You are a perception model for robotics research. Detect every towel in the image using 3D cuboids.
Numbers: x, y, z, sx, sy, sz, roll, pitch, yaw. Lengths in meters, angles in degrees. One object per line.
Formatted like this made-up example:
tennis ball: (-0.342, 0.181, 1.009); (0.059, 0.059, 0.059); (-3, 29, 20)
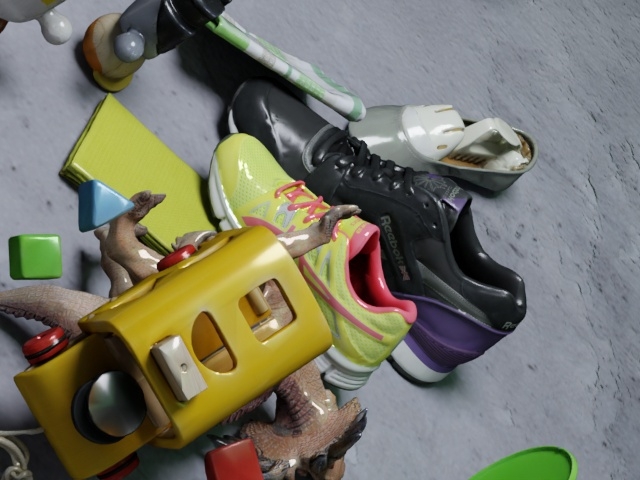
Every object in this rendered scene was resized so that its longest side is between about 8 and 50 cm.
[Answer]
towel: (-0.085, -0.001, 1.383); (0.237, 0.021, 0.102); (43, 32, -17)
towel: (-0.040, -0.150, 1.503); (0.152, 0.023, 0.113); (31, 4, -32)

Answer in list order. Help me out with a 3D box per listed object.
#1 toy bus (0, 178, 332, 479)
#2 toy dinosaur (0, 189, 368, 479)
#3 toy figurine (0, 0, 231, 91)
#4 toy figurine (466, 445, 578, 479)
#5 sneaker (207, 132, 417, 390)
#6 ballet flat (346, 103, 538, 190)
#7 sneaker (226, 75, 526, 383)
toy bus: (-0.093, 0.073, 1.121); (0.191, 0.104, 0.202); (15, 80, -22)
toy dinosaur: (-0.072, 0.080, 1.246); (0.295, 0.127, 0.200); (5, 75, -37)
toy figurine: (-0.180, -0.224, 1.346); (0.213, 0.148, 0.209); (8, 66, -50)
toy figurine: (0.157, 0.265, 1.387); (0.173, 0.130, 0.159); (-43, 108, -34)
sneaker: (0.000, 0.000, 1.382); (0.208, 0.094, 0.081); (55, 33, 7)
ballet flat: (0.111, -0.090, 1.648); (0.213, 0.068, 0.072); (9, 55, -46)
sneaker: (0.053, -0.032, 1.478); (0.283, 0.124, 0.107); (50, 34, -7)
